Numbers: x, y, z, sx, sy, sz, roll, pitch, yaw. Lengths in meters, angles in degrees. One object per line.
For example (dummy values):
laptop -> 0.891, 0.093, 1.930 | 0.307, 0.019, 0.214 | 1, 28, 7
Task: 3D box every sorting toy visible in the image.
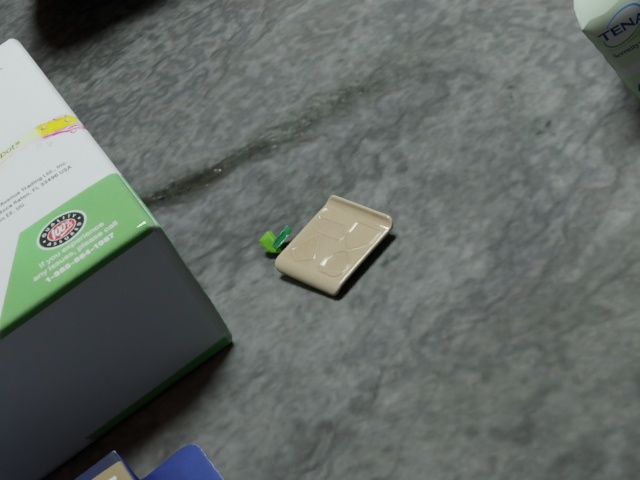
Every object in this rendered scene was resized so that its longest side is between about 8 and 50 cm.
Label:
sorting toy -> 0.000, 0.000, 0.811 | 0.083, 0.012, 0.062 | 22, 66, 42

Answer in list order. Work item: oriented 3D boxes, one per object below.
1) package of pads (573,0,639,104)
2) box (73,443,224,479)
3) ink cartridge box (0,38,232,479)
package of pads -> 0.268, -0.245, 0.802 | 0.229, 0.101, 0.296 | -29, 36, 29
box -> -0.136, 0.198, 0.662 | 0.225, 0.036, 0.136 | -36, 38, -10
ink cartridge box -> -0.214, 0.014, 0.839 | 0.201, 0.117, 0.278 | -36, 42, -7
